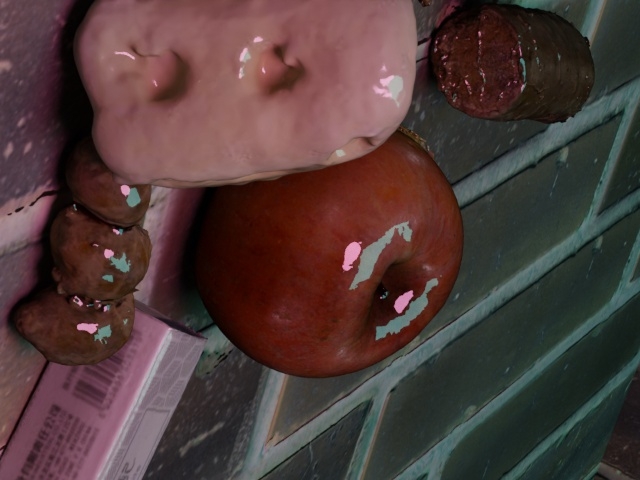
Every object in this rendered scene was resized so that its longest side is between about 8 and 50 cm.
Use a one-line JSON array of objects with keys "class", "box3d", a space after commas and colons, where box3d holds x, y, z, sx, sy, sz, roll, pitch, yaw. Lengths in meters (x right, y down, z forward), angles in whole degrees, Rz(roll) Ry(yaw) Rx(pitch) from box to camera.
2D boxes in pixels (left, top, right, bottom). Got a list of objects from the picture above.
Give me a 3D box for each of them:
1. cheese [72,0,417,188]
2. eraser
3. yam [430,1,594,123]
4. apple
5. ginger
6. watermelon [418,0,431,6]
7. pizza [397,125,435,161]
[{"class": "cheese", "box3d": [-0.029, -0.136, 1.501, 0.248, 0.251, 0.174, -32, 111, -71]}, {"class": "eraser", "box3d": [-0.232, 0.240, 1.668, 0.404, 0.098, 0.096, -64, 159, 3]}, {"class": "yam", "box3d": [0.215, -0.195, 2.143, 0.238, 0.129, 0.128, -10, 123, -65]}, {"class": "apple", "box3d": [0.000, 0.000, 1.782, 0.253, 0.253, 0.254, -49, 155, -33]}, {"class": "ginger", "box3d": [-0.180, 0.009, 1.544, 0.104, 0.080, 0.204, -1, 120, -38]}, {"class": "watermelon", "box3d": [0.126, -0.332, 1.794, 0.245, 0.119, 0.063, -61, 147, -5]}, {"class": "pizza", "box3d": [0.043, -0.043, 2.020, 0.204, 0.080, 0.188, 30, 64, -59]}]
